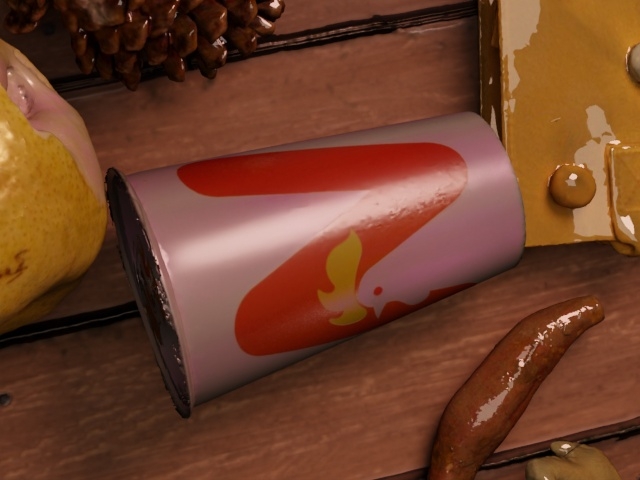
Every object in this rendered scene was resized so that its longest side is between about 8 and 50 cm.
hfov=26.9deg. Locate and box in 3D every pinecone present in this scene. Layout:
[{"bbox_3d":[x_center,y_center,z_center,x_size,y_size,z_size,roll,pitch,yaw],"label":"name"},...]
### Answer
[{"bbox_3d":[-0.128,-0.202,1.014,0.212,0.185,0.168,32,61,-25],"label":"pinecone"}]

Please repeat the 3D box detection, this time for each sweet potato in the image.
[{"bbox_3d":[0.141,0.144,1.110,0.078,0.058,0.255,31,90,-27],"label":"sweet potato"}]

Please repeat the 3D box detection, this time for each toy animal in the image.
[{"bbox_3d":[0.243,0.255,1.115,0.101,0.103,0.218,-36,90,-30],"label":"toy animal"}]

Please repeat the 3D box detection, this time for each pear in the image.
[{"bbox_3d":[-0.282,-0.043,0.953,0.271,0.271,0.271,0,90,-8],"label":"pear"}]

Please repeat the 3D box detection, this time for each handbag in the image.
[{"bbox_3d":[0.332,-0.131,1.107,0.401,0.133,0.283,-2,95,-8],"label":"handbag"}]

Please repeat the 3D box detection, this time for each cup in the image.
[{"bbox_3d":[0.000,0.000,1.033,0.288,0.203,0.203,-17,92,-15],"label":"cup"}]
